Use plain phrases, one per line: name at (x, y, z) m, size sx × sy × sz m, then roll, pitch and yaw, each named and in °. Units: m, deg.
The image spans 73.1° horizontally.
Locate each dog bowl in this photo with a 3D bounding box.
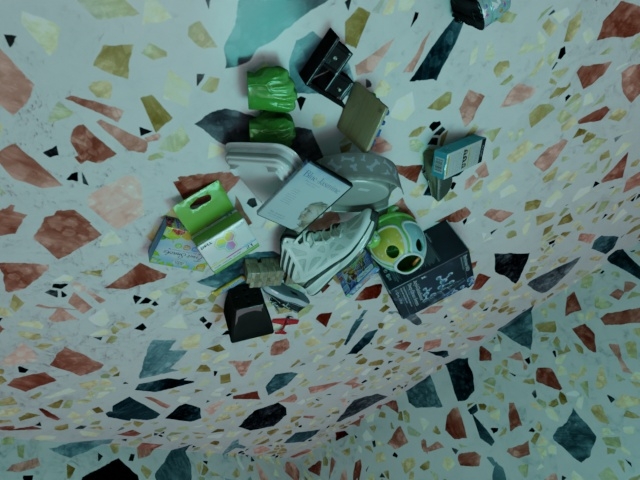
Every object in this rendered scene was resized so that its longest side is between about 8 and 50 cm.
dog bowl at (0.108, -0.192, 1.471) m, size 0.347 × 0.103 × 0.349 m, roll -1°, pitch 167°, yaw 0°

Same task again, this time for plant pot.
plant pot at (-0.310, 0.294, 1.840) m, size 0.187 × 0.188 × 0.167 m, roll -9°, pitch 132°, yaw -18°

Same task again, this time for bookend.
bookend at (0.049, -0.498, 1.262) m, size 0.157 × 0.072 × 0.156 m, roll 19°, pitch 123°, yaw -39°

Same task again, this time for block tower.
block tower at (-0.151, 0.125, 1.805) m, size 0.334 × 0.097 × 0.091 m, roll -1°, pitch 134°, yaw -22°

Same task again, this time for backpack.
backpack at (0.429, -0.664, 1.182) m, size 0.115 × 0.182 × 0.152 m, roll -36°, pitch 137°, yaw 13°

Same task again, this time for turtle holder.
turtle holder at (0.308, 0.001, 1.782) m, size 0.243 × 0.228 × 0.320 m, roll -29°, pitch 139°, yaw 6°

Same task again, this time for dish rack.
dish rack at (-0.142, -0.174, 1.379) m, size 0.285 × 0.073 × 0.333 m, roll 9°, pitch 154°, yaw 33°

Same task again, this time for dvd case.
dvd case at (-0.048, -0.127, 1.307) m, size 0.180 × 0.022 × 0.253 m, roll 24°, pitch 128°, yaw -37°

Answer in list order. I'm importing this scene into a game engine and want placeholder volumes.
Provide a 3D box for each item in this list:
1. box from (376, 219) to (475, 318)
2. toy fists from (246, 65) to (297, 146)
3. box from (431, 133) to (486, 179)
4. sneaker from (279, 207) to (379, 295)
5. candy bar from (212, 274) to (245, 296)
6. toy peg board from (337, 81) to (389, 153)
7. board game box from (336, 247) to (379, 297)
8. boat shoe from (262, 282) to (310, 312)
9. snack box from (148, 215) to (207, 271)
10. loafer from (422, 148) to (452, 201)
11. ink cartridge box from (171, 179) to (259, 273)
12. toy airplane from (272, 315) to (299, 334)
box at (0.486, 0.142, 2.025) m, size 0.395 × 0.212 × 0.294 m, roll -29°, pitch 138°, yaw 4°
toy fists at (-0.143, -0.382, 1.282) m, size 0.142 × 0.096 × 0.279 m, roll -2°, pitch 137°, yaw -9°
box at (0.515, -0.314, 1.601) m, size 0.244 × 0.060 × 0.101 m, roll -25°, pitch 131°, yaw -33°
sneaker at (0.000, 0.001, 1.619) m, size 0.257 × 0.169 × 0.447 m, roll 37°, pitch 117°, yaw -12°
candy bar at (-0.383, 0.191, 1.820) m, size 0.161 × 0.018 × 0.040 m, roll -29°, pitch 139°, yaw 7°
toy peg board at (0.152, -0.388, 1.371) m, size 0.079 × 0.161 × 0.161 m, roll -11°, pitch 139°, yaw -38°
board game box at (0.163, 0.140, 1.930) m, size 0.035 × 0.136 × 0.201 m, roll 21°, pitch 123°, yaw -39°
boat shoe at (-0.173, 0.255, 1.914) m, size 0.105 × 0.113 × 0.306 m, roll -46°, pitch 146°, yaw 9°
snack box at (-0.486, 0.017, 1.552) m, size 0.206 × 0.070 × 0.175 m, roll 17°, pitch 123°, yaw -36°
loafer at (0.453, -0.262, 1.690) m, size 0.094 × 0.087 × 0.251 m, roll -39°, pitch 137°, yaw -21°
ink cartridge box at (-0.353, -0.043, 1.467) m, size 0.188 × 0.097 × 0.255 m, roll -34°, pitch 128°, yaw -12°
toy airplane at (-0.182, 0.423, 2.146) m, size 0.151 × 0.028 × 0.151 m, roll -12°, pitch 136°, yaw -11°
